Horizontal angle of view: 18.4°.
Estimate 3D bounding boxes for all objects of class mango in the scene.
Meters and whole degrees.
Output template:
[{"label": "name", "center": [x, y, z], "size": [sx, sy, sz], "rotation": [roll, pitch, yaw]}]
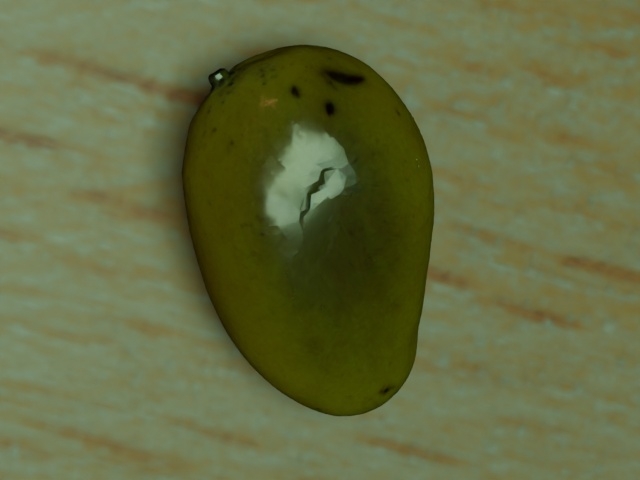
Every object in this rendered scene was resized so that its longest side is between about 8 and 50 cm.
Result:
[{"label": "mango", "center": [0.000, 0.000, 0.810], "size": [0.103, 0.076, 0.161], "rotation": [-20, 111, -20]}]
